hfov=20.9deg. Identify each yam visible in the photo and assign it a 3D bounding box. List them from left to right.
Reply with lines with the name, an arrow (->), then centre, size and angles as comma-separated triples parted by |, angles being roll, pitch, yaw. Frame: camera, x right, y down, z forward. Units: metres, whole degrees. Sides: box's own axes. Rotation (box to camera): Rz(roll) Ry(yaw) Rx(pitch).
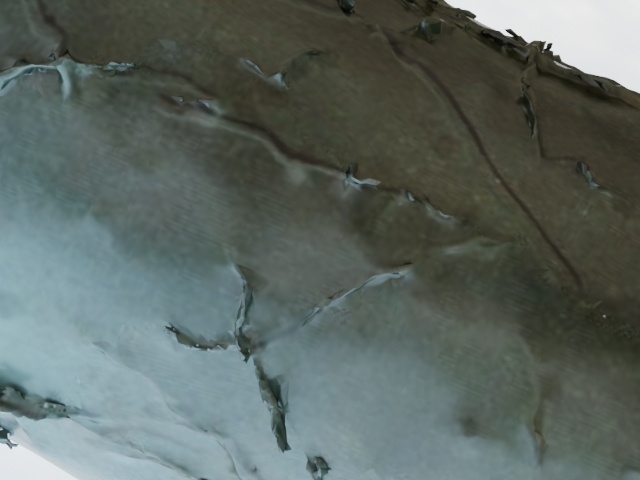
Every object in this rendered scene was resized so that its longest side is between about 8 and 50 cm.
yam -> 0.000, 0.000, 0.598 | 0.348, 0.241, 0.241 | 27, -157, 5
